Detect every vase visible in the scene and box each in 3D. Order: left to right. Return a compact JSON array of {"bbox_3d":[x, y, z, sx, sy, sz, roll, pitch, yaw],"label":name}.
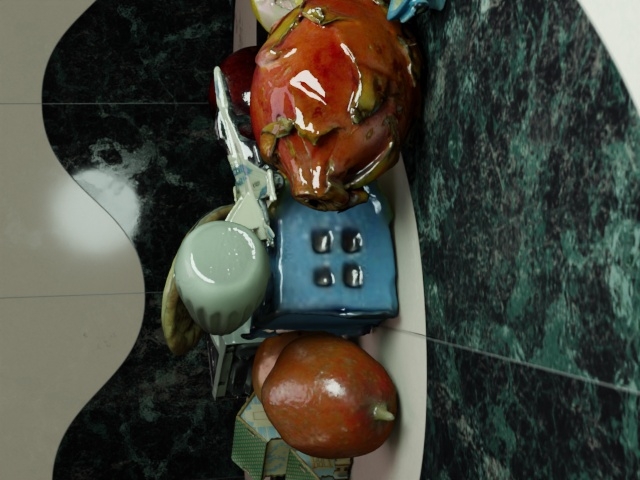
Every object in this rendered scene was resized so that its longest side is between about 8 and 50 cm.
[{"bbox_3d":[-0.137,0.066,1.425,0.248,0.128,0.128,106,160,-66],"label":"vase"}]

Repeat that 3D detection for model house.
[{"bbox_3d":[-0.064,0.360,1.953,0.271,0.206,0.178,-102,14,-44],"label":"model house"},{"bbox_3d":[0.000,0.000,1.592,0.237,0.215,0.303,133,140,-72],"label":"model house"}]

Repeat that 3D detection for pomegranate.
[{"bbox_3d":[-0.026,0.236,1.822,0.191,0.191,0.191,178,90,-79],"label":"pomegranate"}]

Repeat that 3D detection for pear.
[{"bbox_3d":[-0.039,-0.442,1.822,0.178,0.178,0.178,178,90,-79],"label":"pear"}]

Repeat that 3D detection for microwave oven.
[{"bbox_3d":[-0.116,0.203,2.121,0.295,0.237,0.181,107,157,-58],"label":"microwave oven"}]

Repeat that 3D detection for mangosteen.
[{"bbox_3d":[-0.095,-0.302,2.122,0.261,0.235,0.236,-24,60,32],"label":"mangosteen"}]

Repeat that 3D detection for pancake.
[{"bbox_3d":[-0.175,0.054,1.558,0.250,0.031,0.250,-59,-16,-29],"label":"pancake"}]

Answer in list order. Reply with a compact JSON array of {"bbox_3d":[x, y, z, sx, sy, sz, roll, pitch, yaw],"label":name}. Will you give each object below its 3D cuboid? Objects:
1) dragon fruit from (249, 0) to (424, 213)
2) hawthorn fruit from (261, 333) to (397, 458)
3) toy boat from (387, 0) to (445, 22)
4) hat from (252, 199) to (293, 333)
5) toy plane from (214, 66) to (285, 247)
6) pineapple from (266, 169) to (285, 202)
[{"bbox_3d":[0.019,-0.192,1.351,0.250,0.250,0.315,169,98,-79],"label":"dragon fruit"},{"bbox_3d":[0.033,0.239,1.541,0.251,0.199,0.200,-1,91,55],"label":"hawthorn fruit"},{"bbox_3d":[0.112,-0.367,1.210,0.109,0.098,0.238,-103,15,-55],"label":"toy boat"},{"bbox_3d":[-0.050,0.031,1.805,0.232,0.161,0.275,-6,69,66],"label":"hat"},{"bbox_3d":[-0.101,-0.116,1.446,0.192,0.088,0.262,171,94,-71],"label":"toy plane"},{"bbox_3d":[-0.115,-0.094,2.196,0.161,0.136,0.176,-61,4,3],"label":"pineapple"}]
